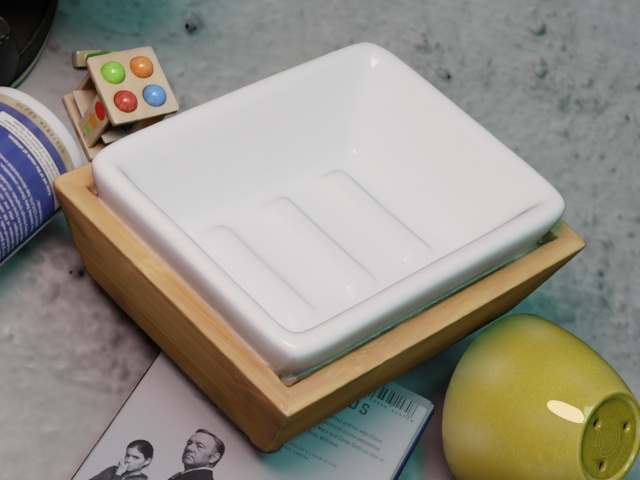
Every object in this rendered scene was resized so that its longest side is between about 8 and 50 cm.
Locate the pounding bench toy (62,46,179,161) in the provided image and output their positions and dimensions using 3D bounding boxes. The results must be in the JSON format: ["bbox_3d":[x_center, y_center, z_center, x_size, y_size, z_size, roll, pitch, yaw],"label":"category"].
[{"bbox_3d":[-0.144,-0.110,1.300,0.052,0.065,0.083,-16,73,-32],"label":"pounding bench toy"}]

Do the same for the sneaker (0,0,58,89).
[{"bbox_3d":[-0.231,-0.140,1.239,0.083,0.118,0.222,37,55,-5],"label":"sneaker"}]

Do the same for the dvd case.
[{"bbox_3d":[-0.054,0.156,1.198,0.179,0.030,0.239,27,52,9],"label":"dvd case"}]

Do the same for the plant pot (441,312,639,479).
[{"bbox_3d":[0.164,0.124,1.279,0.134,0.095,0.134,-11,107,-41],"label":"plant pot"}]

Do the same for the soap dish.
[{"bbox_3d":[0.000,0.000,1.243,0.290,0.118,0.229,-26,58,-39],"label":"soap dish"}]

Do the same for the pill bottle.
[{"bbox_3d":[-0.237,-0.016,1.187,0.094,0.094,0.169,44,54,-1],"label":"pill bottle"}]
